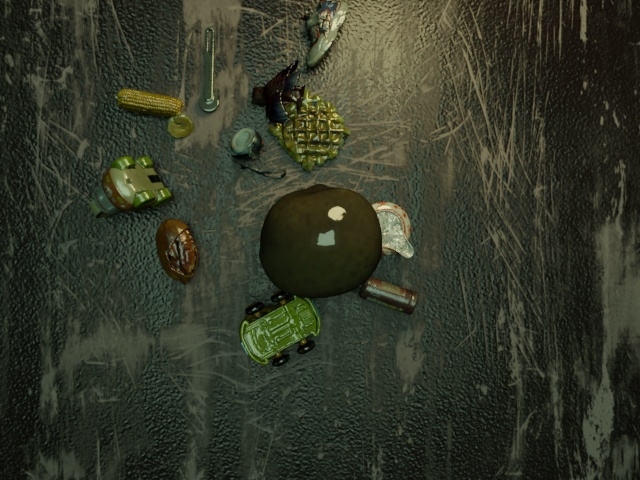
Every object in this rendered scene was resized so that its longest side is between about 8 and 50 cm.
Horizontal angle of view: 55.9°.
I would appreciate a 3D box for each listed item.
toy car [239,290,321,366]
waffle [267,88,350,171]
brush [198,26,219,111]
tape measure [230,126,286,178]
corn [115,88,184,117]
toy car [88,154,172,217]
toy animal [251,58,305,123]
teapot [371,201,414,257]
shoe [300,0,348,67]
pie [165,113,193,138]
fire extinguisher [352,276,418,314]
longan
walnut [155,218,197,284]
[{"bbox_3d":[-0.125,0.258,1.807,0.247,0.142,0.201,-24,91,-12],"label":"toy car"},{"bbox_3d":[-0.027,-0.341,1.856,0.204,0.054,0.223,-43,89,-3],"label":"waffle"},{"bbox_3d":[-0.341,-0.526,1.861,0.062,0.027,0.266,1,86,-3],"label":"brush"},{"bbox_3d":[-0.189,-0.264,1.860,0.179,0.104,0.107,33,62,-34],"label":"tape measure"},{"bbox_3d":[-0.517,-0.414,1.828,0.207,0.068,0.068,10,89,-7],"label":"corn"},{"bbox_3d":[-0.578,-0.132,1.760,0.235,0.235,0.145,-31,91,-2],"label":"toy car"},{"bbox_3d":[-0.133,-0.454,1.807,0.179,0.116,0.219,4,70,17],"label":"toy animal"},{"bbox_3d":[0.186,-0.045,1.840,0.245,0.116,0.159,40,101,-4],"label":"teapot"},{"bbox_3d":[-0.007,-0.645,1.834,0.125,0.099,0.228,28,83,-10],"label":"shoe"},{"bbox_3d":[-0.430,-0.347,1.838,0.084,0.020,0.085,-14,132,-16],"label":"pie"},{"bbox_3d":[0.176,0.139,1.854,0.251,0.075,0.106,20,94,-1],"label":"fire extinguisher"},{"bbox_3d":[0.000,0.000,1.710,0.360,0.361,0.362,0,90,-3],"label":"longan"},{"bbox_3d":[-0.430,0.034,1.811,0.115,0.116,0.207,-12,91,-3],"label":"walnut"}]
